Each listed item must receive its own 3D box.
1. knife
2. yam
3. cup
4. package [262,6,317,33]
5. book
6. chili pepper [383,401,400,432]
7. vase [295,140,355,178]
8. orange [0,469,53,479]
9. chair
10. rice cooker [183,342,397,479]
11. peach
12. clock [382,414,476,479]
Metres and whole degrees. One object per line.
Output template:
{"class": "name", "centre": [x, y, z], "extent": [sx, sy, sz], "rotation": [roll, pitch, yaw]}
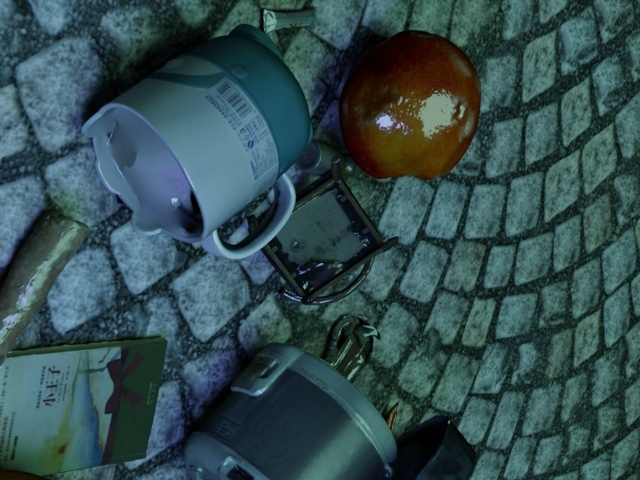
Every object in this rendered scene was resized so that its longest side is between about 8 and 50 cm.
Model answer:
{"class": "knife", "centre": [-0.019, 0.287, 2.168], "extent": [0.089, 0.043, 0.365], "rotation": [36, 82, -14]}
{"class": "yam", "centre": [-0.407, 0.094, 1.665], "extent": [0.066, 0.066, 0.299], "rotation": [40, 78, -47]}
{"class": "cup", "centre": [-0.140, -0.116, 1.722], "extent": [0.257, 0.219, 0.289], "rotation": [-40, 118, -29]}
{"class": "package", "centre": [-0.044, -0.329, 1.889], "extent": [0.110, 0.015, 0.037], "rotation": [-12, 116, -41]}
{"class": "book", "centre": [-0.348, 0.239, 1.815], "extent": [0.289, 0.026, 0.201], "rotation": [-3, 112, -45]}
{"class": "chili pepper", "centre": [0.108, 0.376, 2.342], "extent": [0.045, 0.027, 0.178], "rotation": [15, 96, -36]}
{"class": "vase", "centre": [0.010, -0.126, 2.007], "extent": [0.101, 0.053, 0.053], "rotation": [10, 100, -52]}
{"class": "orange", "centre": [-0.399, 0.435, 1.685], "extent": [0.274, 0.274, 0.310], "rotation": [-28, 112, -35]}
{"class": "chair", "centre": [0.000, 0.000, 1.951], "extent": [0.188, 0.166, 0.272], "rotation": [-35, 172, -5]}
{"class": "rice cooker", "centre": [-0.045, 0.324, 1.984], "extent": [0.277, 0.288, 0.288], "rotation": [-47, 135, -23]}
{"class": "peach", "centre": [0.135, -0.213, 1.989], "extent": [0.243, 0.199, 0.243], "rotation": [-10, 112, -25]}
{"class": "clock", "centre": [0.093, 0.440, 2.036], "extent": [0.076, 0.386, 0.386], "rotation": [45, 67, -1]}
